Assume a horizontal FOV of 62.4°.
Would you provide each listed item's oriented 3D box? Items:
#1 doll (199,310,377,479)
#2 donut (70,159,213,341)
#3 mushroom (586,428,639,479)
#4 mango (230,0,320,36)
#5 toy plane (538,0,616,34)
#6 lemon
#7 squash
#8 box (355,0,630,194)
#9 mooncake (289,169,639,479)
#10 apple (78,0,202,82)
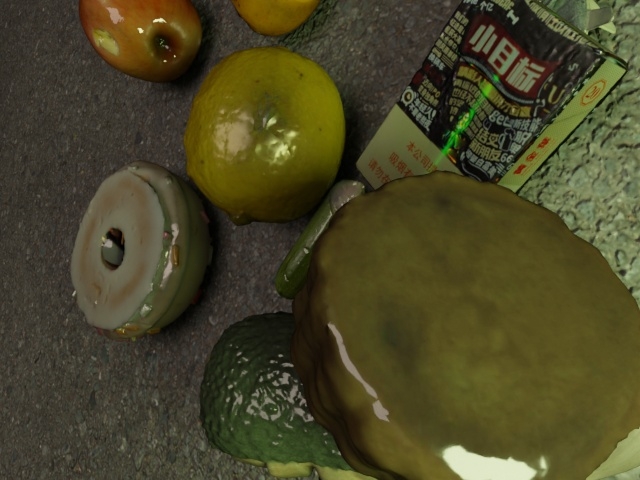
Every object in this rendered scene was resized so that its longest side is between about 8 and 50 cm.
[{"bbox_3d":[0.005,0.220,0.716,0.350,0.247,0.247,-3,78,28],"label":"doll"},{"bbox_3d":[-0.375,0.023,1.105,0.383,0.143,0.382,-11,73,37],"label":"donut"},{"bbox_3d":[0.302,0.195,0.560,0.212,0.088,0.097,-55,53,25],"label":"mushroom"},{"bbox_3d":[-0.076,-0.522,0.983,0.191,0.160,0.290,16,86,49],"label":"mango"},{"bbox_3d":[0.305,-0.346,0.681,0.192,0.088,0.261,136,132,-56],"label":"toy plane"},{"bbox_3d":[-0.085,-0.167,0.848,0.261,0.261,0.283,-23,65,33],"label":"lemon"},{"bbox_3d":[0.000,0.000,0.858,0.069,0.069,0.238,46,110,36],"label":"squash"},{"bbox_3d":[0.195,-0.149,0.680,0.310,0.084,0.198,-56,51,33],"label":"box"},{"bbox_3d":[0.131,0.100,0.533,0.187,0.324,0.323,113,142,-58],"label":"mooncake"},{"bbox_3d":[-0.393,-0.478,1.172,0.241,0.242,0.242,43,107,30],"label":"apple"}]
